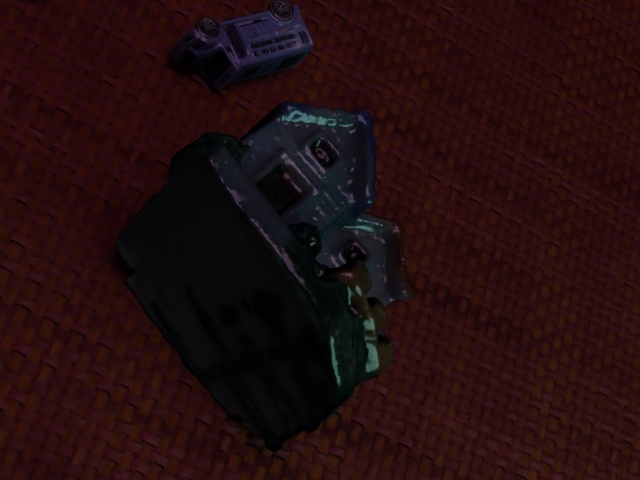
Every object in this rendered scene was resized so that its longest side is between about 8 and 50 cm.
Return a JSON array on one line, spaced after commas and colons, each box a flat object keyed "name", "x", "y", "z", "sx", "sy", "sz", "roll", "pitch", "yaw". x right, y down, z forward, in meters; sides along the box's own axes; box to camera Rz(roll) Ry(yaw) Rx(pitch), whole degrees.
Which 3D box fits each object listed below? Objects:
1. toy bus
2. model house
[{"name": "toy bus", "x": -0.092, "y": -0.228, "z": 1.566, "sx": 0.167, "sy": 0.073, "sz": 0.076, "roll": -22, "pitch": 81, "yaw": -36}, {"name": "model house", "x": 0.000, "y": 0.000, "z": 1.416, "sx": 0.295, "sy": 0.251, "sz": 0.329, "roll": 52, "pitch": 47, "yaw": 2}]
